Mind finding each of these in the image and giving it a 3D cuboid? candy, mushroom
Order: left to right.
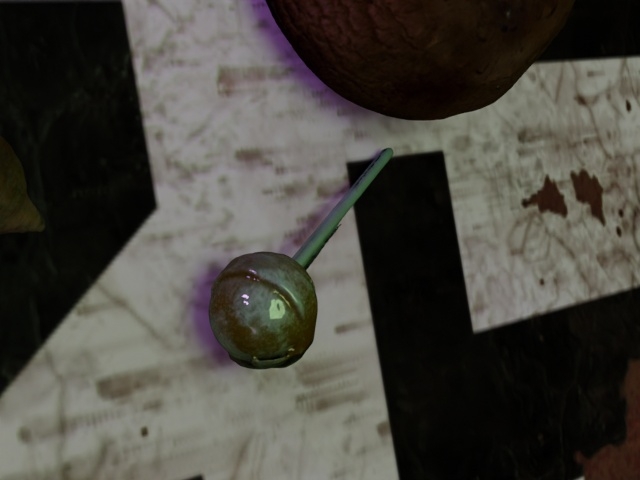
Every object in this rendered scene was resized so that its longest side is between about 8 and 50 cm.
[{"bbox_3d":[0.000,0.000,0.869,0.061,0.061,0.202,63,36,-19],"label":"candy"},{"bbox_3d":[0.062,-0.180,0.893,0.194,0.138,0.231,-44,115,-43],"label":"mushroom"}]

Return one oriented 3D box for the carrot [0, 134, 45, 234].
[{"bbox_3d":[-0.219,-0.109,0.621,0.342,0.070,0.070,51,49,-32],"label":"carrot"}]
